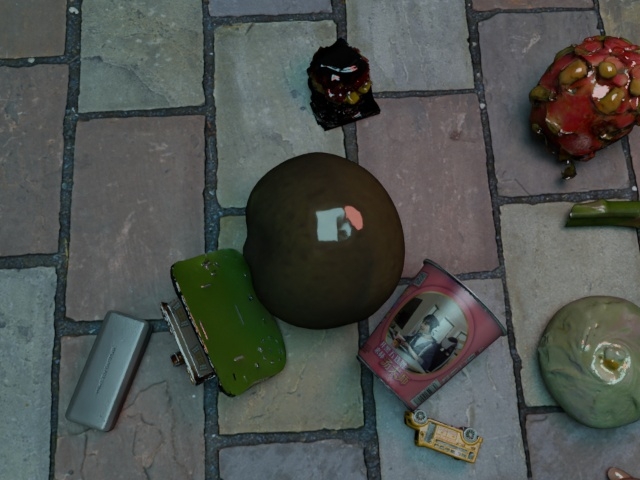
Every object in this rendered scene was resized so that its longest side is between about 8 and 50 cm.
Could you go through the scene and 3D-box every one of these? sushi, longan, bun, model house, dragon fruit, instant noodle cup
[{"bbox_3d":[0.045,-0.380,1.550,0.153,0.150,0.172,-19,76,-6],"label":"sushi"},{"bbox_3d":[0.000,0.000,1.367,0.361,0.361,0.361,0,75,-1],"label":"longan"},{"bbox_3d":[0.603,0.242,1.374,0.283,0.179,0.283,1,73,-3],"label":"bun"},{"bbox_3d":[-0.226,0.185,1.418,0.207,0.154,0.294,-18,82,-50],"label":"model house"},{"bbox_3d":[0.599,-0.319,1.471,0.269,0.291,0.250,-34,83,-8],"label":"dragon fruit"},{"bbox_3d":[0.214,0.201,1.368,0.244,0.244,0.255,44,87,10],"label":"instant noodle cup"}]

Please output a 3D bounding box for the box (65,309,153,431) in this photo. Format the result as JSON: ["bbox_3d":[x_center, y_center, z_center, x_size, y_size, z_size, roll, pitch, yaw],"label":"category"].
[{"bbox_3d":[-0.447,0.275,1.413,0.103,0.055,0.244,17,76,4],"label":"box"}]

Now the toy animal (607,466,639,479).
[{"bbox_3d":[0.650,0.566,1.261,0.195,0.256,0.213,-26,87,-8],"label":"toy animal"}]

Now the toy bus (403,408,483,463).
[{"bbox_3d":[0.248,0.405,1.381,0.162,0.069,0.074,19,77,3],"label":"toy bus"}]

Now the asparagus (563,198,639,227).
[{"bbox_3d":[0.695,-0.063,1.522,0.277,0.060,0.067,1,94,-1],"label":"asparagus"}]
